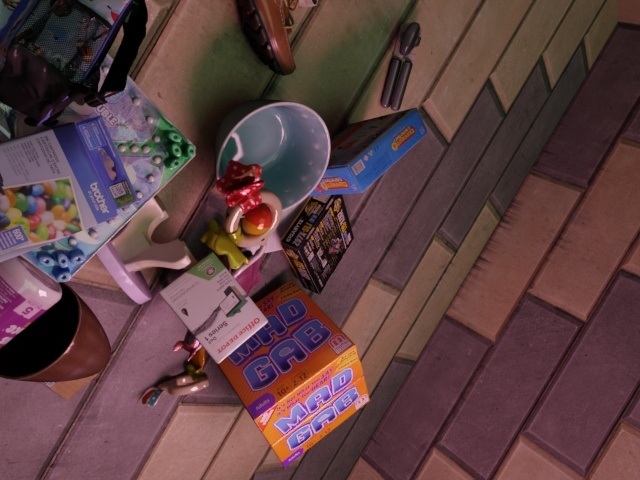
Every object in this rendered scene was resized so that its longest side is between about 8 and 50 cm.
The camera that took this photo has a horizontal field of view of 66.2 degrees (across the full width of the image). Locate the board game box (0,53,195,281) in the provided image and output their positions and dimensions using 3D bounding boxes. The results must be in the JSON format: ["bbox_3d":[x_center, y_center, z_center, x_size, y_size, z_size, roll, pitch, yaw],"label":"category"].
[{"bbox_3d":[-0.492,-0.177,0.912,0.390,0.050,0.390,-49,119,-13],"label":"board game box"}]

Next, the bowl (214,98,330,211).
[{"bbox_3d":[-0.148,-0.235,1.267,0.312,0.163,0.311,-20,134,-23],"label":"bowl"}]

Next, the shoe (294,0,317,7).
[{"bbox_3d":[-0.036,-0.685,1.196,0.077,0.058,0.218,-31,136,-32],"label":"shoe"}]

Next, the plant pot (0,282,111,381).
[{"bbox_3d":[-0.585,0.232,1.113,0.215,0.215,0.230,-46,155,-16],"label":"plant pot"}]

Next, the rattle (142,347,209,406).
[{"bbox_3d":[-0.445,0.406,1.487,0.200,0.130,0.142,-7,112,-16],"label":"rattle"}]

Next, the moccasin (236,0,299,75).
[{"bbox_3d":[-0.123,-0.568,1.130,0.147,0.139,0.379,-33,128,-18],"label":"moccasin"}]

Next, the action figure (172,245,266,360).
[{"bbox_3d":[-0.263,0.158,1.319,0.248,0.276,0.370,36,51,-18],"label":"action figure"}]

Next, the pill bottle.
[{"bbox_3d":[-0.678,0.149,0.944,0.301,0.169,0.169,-42,141,-13],"label":"pill bottle"}]

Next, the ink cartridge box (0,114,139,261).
[{"bbox_3d":[-0.498,-0.088,0.862,0.311,0.065,0.185,-27,112,-25],"label":"ink cartridge box"}]

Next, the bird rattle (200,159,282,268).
[{"bbox_3d":[-0.184,-0.067,1.208,0.207,0.143,0.253,3,110,-51],"label":"bird rattle"}]

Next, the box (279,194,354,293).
[{"bbox_3d":[0.000,0.000,1.631,0.257,0.079,0.322,-59,155,-21],"label":"box"}]

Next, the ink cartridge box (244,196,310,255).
[{"bbox_3d":[-0.141,-0.059,1.529,0.233,0.066,0.188,-10,123,-35],"label":"ink cartridge box"}]

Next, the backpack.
[{"bbox_3d":[-0.410,-0.334,0.762,0.213,0.277,0.263,44,61,-38],"label":"backpack"}]

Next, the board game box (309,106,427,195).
[{"bbox_3d":[0.102,-0.253,1.440,0.308,0.302,0.086,-42,114,-25],"label":"board game box"}]

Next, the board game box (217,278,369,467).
[{"bbox_3d":[-0.104,0.427,1.608,0.356,0.356,0.356,-33,137,-17],"label":"board game box"}]

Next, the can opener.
[{"bbox_3d":[0.256,-0.567,1.602,0.093,0.074,0.280,-33,141,-55],"label":"can opener"}]

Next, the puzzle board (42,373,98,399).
[{"bbox_3d":[-0.647,0.345,1.257,0.096,0.011,0.128,-42,140,-20],"label":"puzzle board"}]

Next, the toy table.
[{"bbox_3d":[-0.408,0.009,1.132,0.161,0.252,0.274,-30,148,-10],"label":"toy table"}]

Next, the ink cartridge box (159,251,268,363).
[{"bbox_3d":[-0.256,0.163,1.188,0.160,0.219,0.092,-40,-176,-17],"label":"ink cartridge box"}]
